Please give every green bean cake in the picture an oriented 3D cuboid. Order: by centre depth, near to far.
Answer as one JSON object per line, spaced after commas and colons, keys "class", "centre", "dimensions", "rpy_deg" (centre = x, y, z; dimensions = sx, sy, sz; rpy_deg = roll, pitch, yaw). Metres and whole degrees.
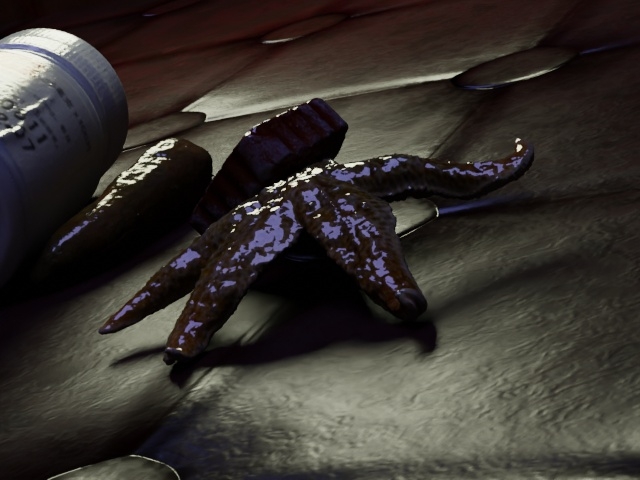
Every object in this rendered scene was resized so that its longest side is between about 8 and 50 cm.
{"class": "green bean cake", "centre": [-0.044, -0.058, 1.506], "dimensions": [0.135, 0.056, 0.135], "rpy_deg": [-36, -14, -51]}

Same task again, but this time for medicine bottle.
{"class": "medicine bottle", "centre": [-0.340, -0.086, 1.704], "dimensions": [0.211, 0.211, 0.371], "rpy_deg": [-12, 18, 15]}

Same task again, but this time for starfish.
{"class": "starfish", "centre": [-0.004, -0.010, 1.353], "dimensions": [0.375, 0.094, 0.327], "rpy_deg": [-18, 18, 12]}

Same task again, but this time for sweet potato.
{"class": "sweet potato", "centre": [-0.189, -0.029, 1.637], "dimensions": [0.075, 0.075, 0.273], "rpy_deg": [-4, 25, 35]}
